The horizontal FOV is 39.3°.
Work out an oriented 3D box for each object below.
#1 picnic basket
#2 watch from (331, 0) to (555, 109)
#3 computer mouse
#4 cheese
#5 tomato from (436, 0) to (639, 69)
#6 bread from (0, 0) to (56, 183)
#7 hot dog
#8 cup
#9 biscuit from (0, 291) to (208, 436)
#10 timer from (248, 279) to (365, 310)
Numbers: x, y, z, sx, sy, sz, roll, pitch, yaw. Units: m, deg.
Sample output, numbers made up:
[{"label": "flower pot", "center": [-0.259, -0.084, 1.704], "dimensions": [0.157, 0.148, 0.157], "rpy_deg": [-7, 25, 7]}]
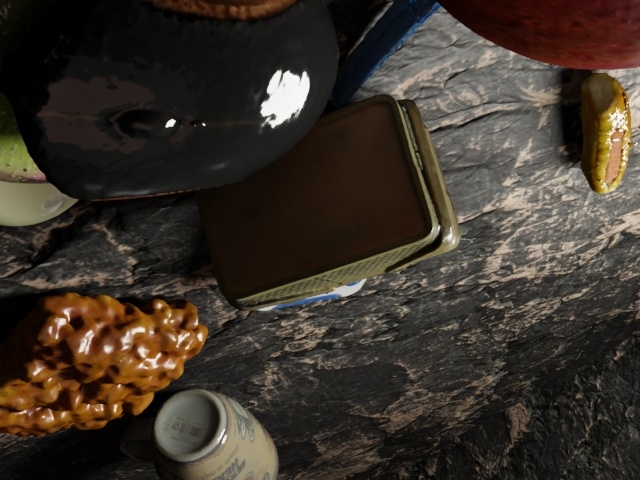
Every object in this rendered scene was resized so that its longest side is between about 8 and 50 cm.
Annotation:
[{"label": "picnic basket", "center": [0.007, -0.034, 0.973], "dimensions": [0.267, 0.165, 0.139], "rpy_deg": [-20, 169, 17]}, {"label": "watch", "center": [0.154, -0.241, 0.847], "dimensions": [0.276, 0.068, 0.274], "rpy_deg": [-14, 160, -15]}, {"label": "computer mouse", "center": [-0.094, -0.124, 0.727], "dimensions": [0.323, 0.116, 0.183], "rpy_deg": [-19, 138, -45]}, {"label": "cheese", "center": [-0.278, -0.090, 0.776], "dimensions": [0.137, 0.064, 0.227], "rpy_deg": [-39, 155, -6]}, {"label": "tomato", "center": [0.177, -0.264, 0.499], "dimensions": [0.325, 0.290, 0.293], "rpy_deg": [-50, 145, 2]}, {"label": "bread", "center": [-0.198, -0.133, 0.722], "dimensions": [0.228, 0.033, 0.228], "rpy_deg": [-34, 151, -22]}, {"label": "hot dog", "center": [0.384, -0.140, 1.217], "dimensions": [0.061, 0.087, 0.286], "rpy_deg": [-23, 161, 7]}, {"label": "cup", "center": [-0.251, 0.382, 1.700], "dimensions": [0.301, 0.227, 0.257], "rpy_deg": [4, 146, 15]}, {"label": "biscuit", "center": [-0.333, 0.184, 1.279], "dimensions": [0.318, 0.110, 0.312], "rpy_deg": [5, 144, -44]}, {"label": "timer", "center": [0.000, 0.000, 1.199], "dimensions": [0.178, 0.078, 0.253], "rpy_deg": [-8, 152, -23]}]
